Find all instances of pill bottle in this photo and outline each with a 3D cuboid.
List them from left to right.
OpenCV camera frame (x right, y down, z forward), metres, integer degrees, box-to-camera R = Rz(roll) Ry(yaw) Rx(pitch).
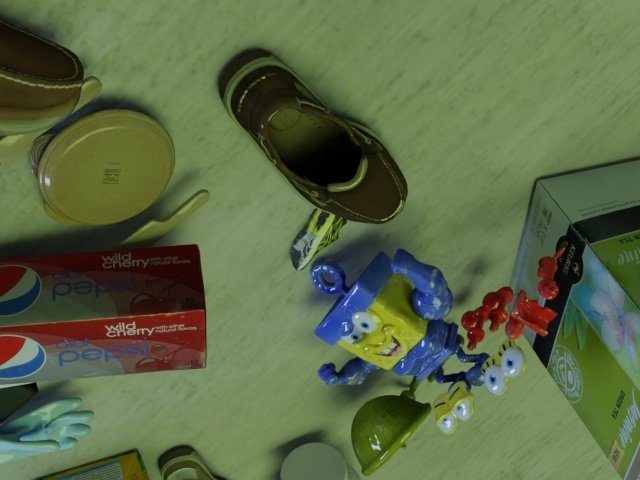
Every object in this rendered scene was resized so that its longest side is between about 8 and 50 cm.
[{"bbox_3d":[0.005,0.344,1.443,0.112,0.112,0.186,-21,137,-9],"label":"pill bottle"}]

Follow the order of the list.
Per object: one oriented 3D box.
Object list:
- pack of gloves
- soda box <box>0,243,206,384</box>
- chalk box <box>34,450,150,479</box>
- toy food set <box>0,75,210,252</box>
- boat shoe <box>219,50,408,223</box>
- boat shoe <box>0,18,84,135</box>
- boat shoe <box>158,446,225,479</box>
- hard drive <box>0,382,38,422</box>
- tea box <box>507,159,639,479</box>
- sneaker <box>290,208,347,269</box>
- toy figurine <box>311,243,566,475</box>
[{"bbox_3d":[-0.336,0.179,1.114,0.232,0.046,0.195,-13,136,-18],"label":"pack of gloves"},{"bbox_3d":[-0.237,0.069,1.026,0.263,0.083,0.092,-4,138,-9],"label":"soda box"},{"bbox_3d":[-0.249,0.373,1.321,0.132,0.132,0.213,-14,137,-17],"label":"chalk box"},{"bbox_3d":[-0.194,-0.065,0.997,0.132,0.038,0.192,-36,137,4],"label":"toy food set"},{"bbox_3d":[0.007,-0.071,1.050,0.095,0.095,0.257,-48,135,9],"label":"boat shoe"},{"bbox_3d":[-0.305,-0.164,0.783,0.324,0.123,0.116,13,121,-39],"label":"boat shoe"},{"bbox_3d":[-0.140,0.328,1.377,0.068,0.072,0.190,-32,138,2],"label":"boat shoe"},{"bbox_3d":[-0.367,0.171,1.140,0.135,0.022,0.094,-38,137,10],"label":"hard drive"},{"bbox_3d":[0.440,0.079,1.267,0.329,0.323,0.220,-12,135,-17],"label":"tea box"},{"bbox_3d":[0.000,0.000,1.168,0.035,0.031,0.083,12,124,-37],"label":"sneaker"},{"bbox_3d":[0.078,0.090,1.251,0.217,0.191,0.362,33,137,-6],"label":"toy figurine"}]
